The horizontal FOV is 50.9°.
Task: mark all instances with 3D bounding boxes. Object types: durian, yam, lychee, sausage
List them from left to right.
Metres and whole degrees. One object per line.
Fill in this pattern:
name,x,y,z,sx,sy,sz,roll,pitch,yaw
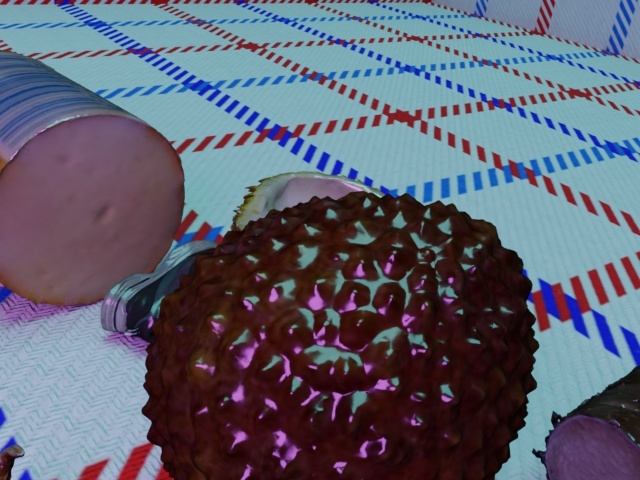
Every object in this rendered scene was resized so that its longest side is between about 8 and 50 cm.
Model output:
sausage,-0.328,-0.082,0.786,0.233,0.233,0.287,-20,38,-40
durian,0.000,0.012,0.778,0.249,0.138,0.183,-3,30,-24
lychee,0.014,0.095,0.490,0.304,0.276,0.276,-38,29,11
yam,0.312,0.161,0.586,0.279,0.131,0.131,-16,35,-37

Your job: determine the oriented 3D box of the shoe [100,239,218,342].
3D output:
shoe,-0.144,0.064,0.726,0.099,0.071,0.169,27,38,28

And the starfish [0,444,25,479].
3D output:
starfish,-0.178,0.208,0.420,0.146,0.074,0.190,37,36,19
